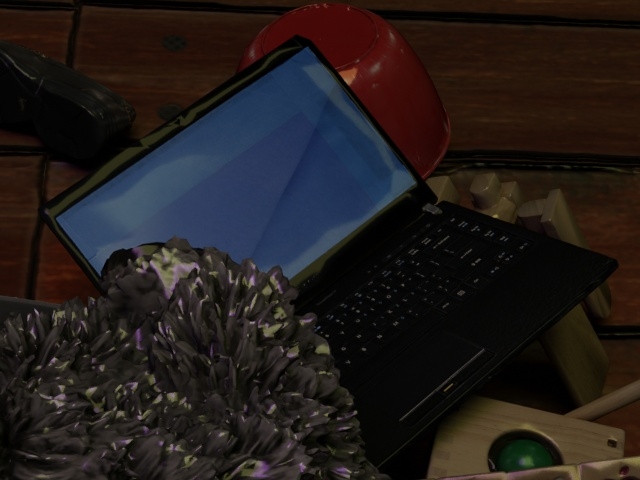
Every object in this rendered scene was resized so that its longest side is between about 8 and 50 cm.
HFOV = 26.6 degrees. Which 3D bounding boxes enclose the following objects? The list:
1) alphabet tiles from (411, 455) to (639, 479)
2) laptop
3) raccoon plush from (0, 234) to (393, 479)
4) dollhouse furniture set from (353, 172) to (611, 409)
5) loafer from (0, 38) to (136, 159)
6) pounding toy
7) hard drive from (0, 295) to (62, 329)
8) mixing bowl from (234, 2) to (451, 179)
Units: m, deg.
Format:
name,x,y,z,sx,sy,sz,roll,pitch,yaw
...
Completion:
name,x,y,z,sx,sy,sz,roll,pitch,yaw
alphabet tiles,0.075,0.229,0.741,0.237,0.009,0.198,-7,83,9
laptop,0.000,0.000,0.844,0.234,0.136,0.264,-37,33,-21
raccoon plush,-0.107,0.139,0.584,0.299,0.216,0.446,-13,20,-40
dollhouse furniture set,0.121,0.040,0.973,0.151,0.123,0.144,-8,40,34
loafer,-0.223,-0.118,1.059,0.170,0.062,0.061,32,32,16
pounding toy,0.129,0.142,0.813,0.130,0.141,0.100,13,49,5
hard drive,-0.240,0.113,0.799,0.254,0.054,0.172,6,60,-26
mixing bowl,0.005,-0.114,1.021,0.181,0.098,0.181,-5,44,5
